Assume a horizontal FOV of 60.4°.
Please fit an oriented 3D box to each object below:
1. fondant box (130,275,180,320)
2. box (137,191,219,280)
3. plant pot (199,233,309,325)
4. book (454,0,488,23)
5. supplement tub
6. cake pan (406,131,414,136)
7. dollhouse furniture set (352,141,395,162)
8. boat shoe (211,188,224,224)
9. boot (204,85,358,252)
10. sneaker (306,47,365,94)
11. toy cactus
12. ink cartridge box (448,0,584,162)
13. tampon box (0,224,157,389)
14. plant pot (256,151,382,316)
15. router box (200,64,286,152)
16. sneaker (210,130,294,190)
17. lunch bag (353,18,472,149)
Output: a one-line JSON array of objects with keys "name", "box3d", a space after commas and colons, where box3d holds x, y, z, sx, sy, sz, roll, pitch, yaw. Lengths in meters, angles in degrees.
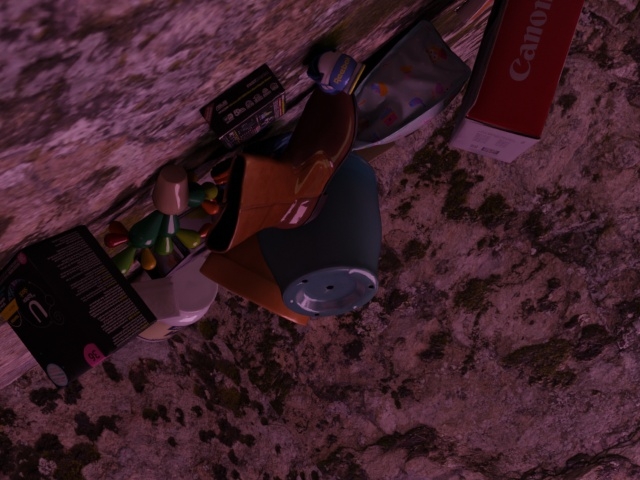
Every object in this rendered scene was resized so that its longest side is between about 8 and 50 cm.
[{"name": "fondant box", "box3d": [-0.464, 0.161, 1.295, 0.239, 0.096, 0.330, -10, 174, -18]}, {"name": "box", "box3d": [-0.325, -0.002, 1.355, 0.169, 0.087, 0.290, -38, -176, -35]}, {"name": "plant pot", "box3d": [-0.118, 0.055, 1.349, 0.203, 0.291, 0.291, -62, -174, -6]}, {"name": "book", "box3d": [0.345, -0.502, 1.141, 0.096, 0.035, 0.144, -37, -178, 37]}, {"name": "supplement tub", "box3d": [-0.492, 0.180, 1.772, 0.325, 0.235, 0.235, -32, -175, 47]}, {"name": "cake pan", "box3d": [0.303, -0.427, 1.639, 0.293, 0.054, 0.293, -47, 166, -16]}, {"name": "dollhouse furniture set", "box3d": [0.083, -0.256, 1.348, 0.144, 0.151, 0.123, -35, -177, -29]}, {"name": "boat shoe", "box3d": [-0.124, -0.128, 1.264, 0.324, 0.117, 0.096, -41, 151, -31]}, {"name": "boot", "box3d": [-0.057, -0.126, 0.816, 0.280, 0.096, 0.264, -19, 139, -64]}, {"name": "sneaker", "box3d": [0.012, -0.225, 0.720, 0.053, 0.059, 0.144, -66, -163, 7]}, {"name": "toy cactus", "box3d": [-0.222, -0.046, 0.789, 0.219, 0.112, 0.180, -35, 163, -36]}, {"name": "ink cartridge box", "box3d": [0.337, -0.315, 0.925, 0.272, 0.130, 0.309, 15, 93, -83]}, {"name": "tampon box", "box3d": [-0.321, 0.086, 0.712, 0.120, 0.161, 0.101, -34, -176, 32]}, {"name": "plant pot", "box3d": [0.000, 0.000, 1.083, 0.272, 0.272, 0.255, -34, -132, 31]}, {"name": "router box", "box3d": [-0.087, -0.153, 0.655, 0.092, 0.038, 0.122, -35, -176, -2]}, {"name": "sneaker", "box3d": [-0.099, -0.123, 0.946, 0.083, 0.087, 0.221, -5, -155, 39]}, {"name": "lunch bag", "box3d": [0.148, -0.280, 1.073, 0.262, 0.160, 0.223, -41, -178, 20]}]
